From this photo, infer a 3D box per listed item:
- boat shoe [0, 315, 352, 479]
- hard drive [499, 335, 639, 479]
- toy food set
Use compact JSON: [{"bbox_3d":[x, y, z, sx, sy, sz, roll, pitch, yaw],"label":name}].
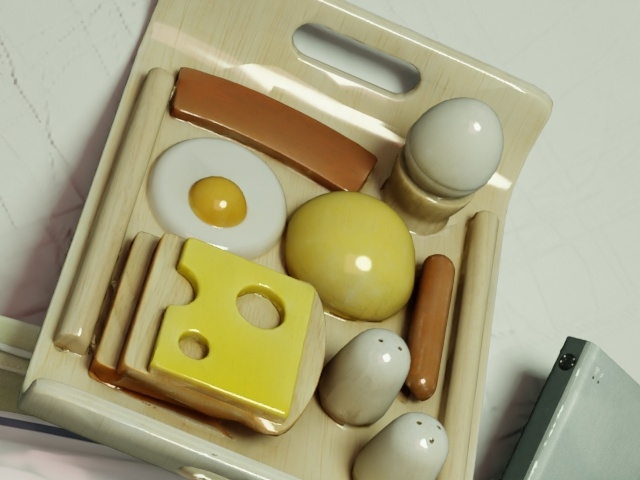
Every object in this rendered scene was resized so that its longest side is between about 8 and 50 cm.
[{"bbox_3d":[-0.066,0.094,0.888,0.302,0.109,0.094,11,76,-11],"label":"boat shoe"},{"bbox_3d":[0.130,0.131,0.953,0.094,0.022,0.135,40,72,-43],"label":"hard drive"},{"bbox_3d":[0.000,0.000,0.869,0.220,0.092,0.306,23,46,-11],"label":"toy food set"}]
